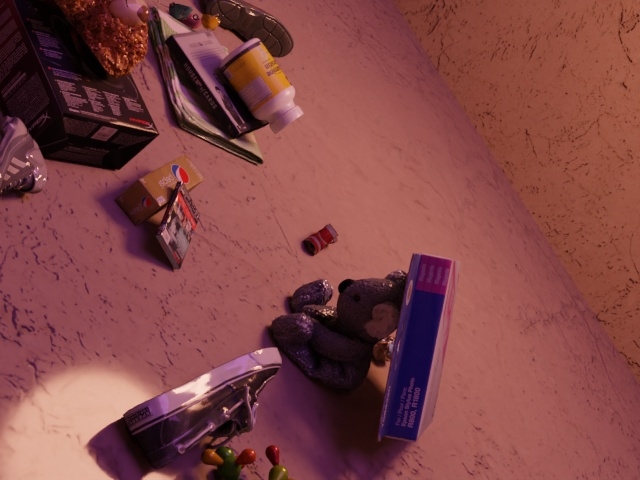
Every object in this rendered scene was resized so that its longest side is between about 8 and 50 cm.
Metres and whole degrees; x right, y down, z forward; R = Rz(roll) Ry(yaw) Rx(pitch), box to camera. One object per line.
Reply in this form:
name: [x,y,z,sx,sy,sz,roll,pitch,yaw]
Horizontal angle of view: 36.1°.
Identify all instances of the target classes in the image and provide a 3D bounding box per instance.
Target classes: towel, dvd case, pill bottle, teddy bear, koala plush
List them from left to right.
teddy bear: [-0.376,-0.417,1.520,0.338,0.113,0.245,54,-1,11]
dvd case: [-0.232,-0.025,1.607,0.087,0.013,0.119,69,26,-46]
towel: [-0.239,-0.324,2.041,0.248,0.038,0.324,23,38,-49]
dvd case: [-0.206,-0.326,2.027,0.238,0.030,0.179,55,24,-1]
pill bottle: [-0.117,-0.314,2.015,0.184,0.103,0.103,54,25,-6]
koala plush: [0.068,0.143,1.749,0.203,0.221,0.196,50,24,-8]

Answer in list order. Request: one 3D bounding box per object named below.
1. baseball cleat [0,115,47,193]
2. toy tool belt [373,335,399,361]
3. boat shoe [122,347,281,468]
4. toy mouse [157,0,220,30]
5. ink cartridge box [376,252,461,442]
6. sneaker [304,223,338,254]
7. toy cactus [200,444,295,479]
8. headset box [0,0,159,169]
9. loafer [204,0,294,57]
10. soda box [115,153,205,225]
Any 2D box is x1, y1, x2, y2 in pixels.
baseball cleat: [-0.430,-0.087,1.361,0.109,0.072,0.206,53,29,-34]
toy tool belt: [0.139,0.216,1.981,0.083,0.051,0.052,4,54,-59]
boat shoe: [-0.144,0.236,1.394,0.306,0.113,0.105,-17,79,-61]
toy mouse: [-0.288,-0.483,2.123,0.143,0.031,0.161,17,2,-3]
ink cartridge box: [0.185,0.186,1.759,0.330,0.071,0.324,6,95,-78]
sneaker: [0.000,0.000,2.044,0.042,0.067,0.118,53,-5,6]
toy cactus: [-0.095,0.364,1.344,0.219,0.112,0.180,12,56,-67]
headset box: [-0.416,-0.272,1.575,0.218,0.110,0.293,5,53,-59]
loafer: [-0.171,-0.536,2.374,0.267,0.096,0.084,25,31,-43]
soda box: [-0.267,-0.088,1.655,0.058,0.061,0.181,52,25,-3]
